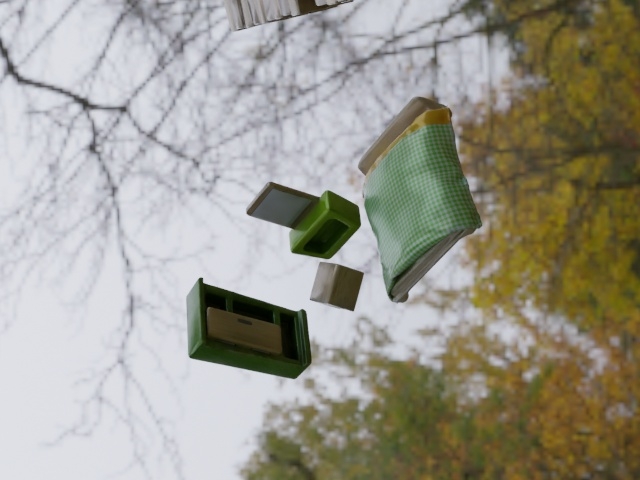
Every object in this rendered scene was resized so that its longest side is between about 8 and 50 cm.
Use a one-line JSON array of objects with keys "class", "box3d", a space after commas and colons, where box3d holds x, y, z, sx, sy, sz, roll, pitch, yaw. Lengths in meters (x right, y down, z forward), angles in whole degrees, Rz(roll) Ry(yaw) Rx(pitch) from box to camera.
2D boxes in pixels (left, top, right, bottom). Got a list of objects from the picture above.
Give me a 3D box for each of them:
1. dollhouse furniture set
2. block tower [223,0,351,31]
[{"class": "dollhouse furniture set", "box3d": [0.000, 0.000, 0.575, 0.059, 0.151, 0.076, 17, -135, -27]}, {"class": "block tower", "box3d": [0.018, -0.234, 1.037, 0.335, 0.097, 0.091, 6, 111, 63]}]
